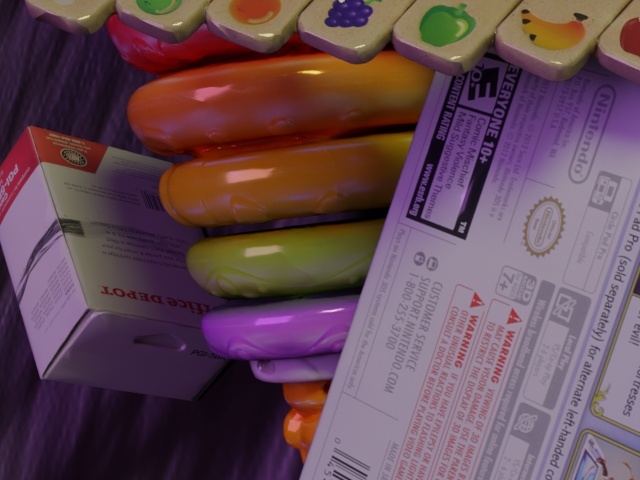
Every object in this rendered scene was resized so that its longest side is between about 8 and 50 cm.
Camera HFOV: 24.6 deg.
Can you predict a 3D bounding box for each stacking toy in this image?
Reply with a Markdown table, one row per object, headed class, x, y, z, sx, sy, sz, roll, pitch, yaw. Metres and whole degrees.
| class | x | y | z | sx | sy | sz | roll | pitch | yaw |
| --- | --- | --- | --- | --- | --- | --- | --- | --- | --- |
| stacking toy | 0.000 | 0.000 | 0.629 | 0.166 | 0.175 | 0.302 | -178 | 81 | -81 |

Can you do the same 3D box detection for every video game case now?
| class | x | y | z | sx | sy | sz | roll | pitch | yaw |
| --- | --- | --- | --- | --- | --- | --- | --- | --- | --- |
| video game case | 0.111 | 0.074 | 0.495 | 0.244 | 0.061 | 0.270 | 23 | 98 | 42 |

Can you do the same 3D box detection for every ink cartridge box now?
| class | x | y | z | sx | sy | sz | roll | pitch | yaw |
| --- | --- | --- | --- | --- | --- | --- | --- | --- | --- |
| ink cartridge box | -0.110 | 0.013 | 0.774 | 0.056 | 0.099 | 0.135 | -51 | 45 | 28 |

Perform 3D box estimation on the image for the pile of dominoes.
| class | x | y | z | sx | sy | sz | roll | pitch | yaw |
| --- | --- | --- | --- | --- | --- | --- | --- | --- | --- |
| pile of dominoes | 0.035 | -0.142 | 0.517 | 0.040 | 0.251 | 0.196 | 85 | -165 | -51 |
